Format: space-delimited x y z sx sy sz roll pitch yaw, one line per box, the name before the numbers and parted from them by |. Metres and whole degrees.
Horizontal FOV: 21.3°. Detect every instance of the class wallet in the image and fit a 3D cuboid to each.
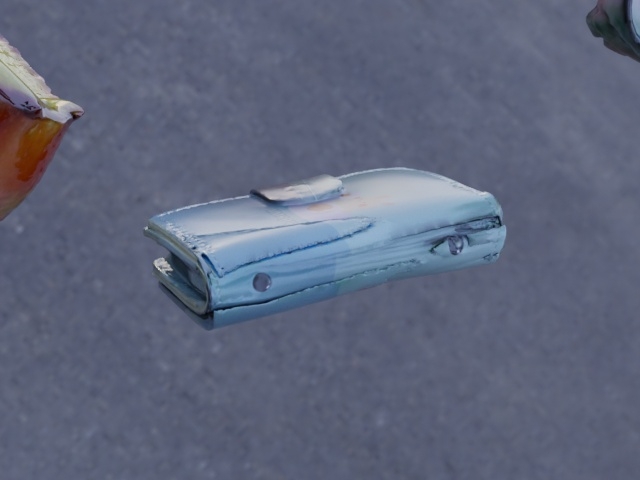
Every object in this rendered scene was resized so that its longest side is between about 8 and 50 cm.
wallet | 0.000 0.000 1.352 0.250 0.075 0.176 -12 16 -20

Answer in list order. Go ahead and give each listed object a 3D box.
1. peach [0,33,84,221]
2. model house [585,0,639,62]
peach | -0.338 -0.128 1.271 0.281 0.338 0.281 0 90 -64
model house | 0.269 -0.253 1.433 0.237 0.202 0.237 -19 22 -27
